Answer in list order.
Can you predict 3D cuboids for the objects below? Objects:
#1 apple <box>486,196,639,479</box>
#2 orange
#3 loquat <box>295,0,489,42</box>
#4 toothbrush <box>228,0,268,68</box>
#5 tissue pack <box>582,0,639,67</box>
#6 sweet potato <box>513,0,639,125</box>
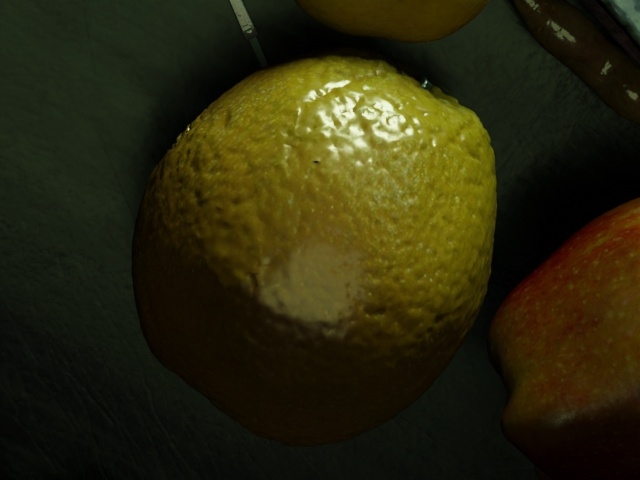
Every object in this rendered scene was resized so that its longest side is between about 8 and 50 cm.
[{"bbox_3d":[0.322,0.107,1.775,0.317,0.288,0.288,-27,107,17],"label":"apple"},{"bbox_3d":[0.000,0.000,1.702,0.322,0.322,0.357,36,91,-13],"label":"orange"},{"bbox_3d":[0.062,-0.273,1.680,0.208,0.208,0.208,-1,106,-4],"label":"loquat"},{"bbox_3d":[-0.074,-0.212,1.782,0.014,0.017,0.194,-25,104,-3],"label":"toothbrush"},{"bbox_3d":[0.361,-0.278,1.733,0.259,0.122,0.361,-43,103,-2],"label":"tissue pack"},{"bbox_3d":[0.255,-0.181,1.791,0.218,0.065,0.051,40,95,-11],"label":"sweet potato"}]
